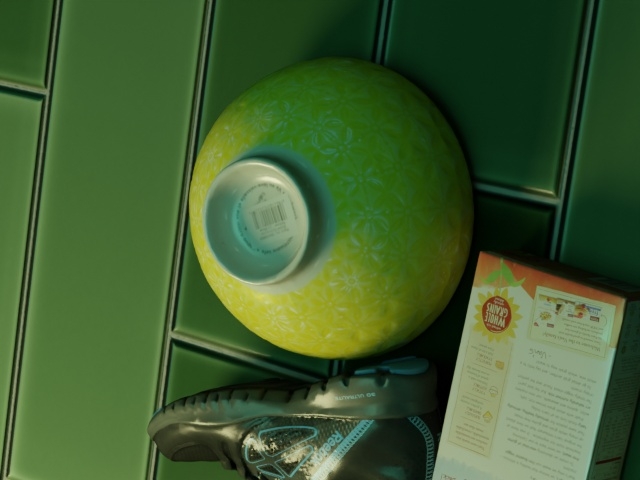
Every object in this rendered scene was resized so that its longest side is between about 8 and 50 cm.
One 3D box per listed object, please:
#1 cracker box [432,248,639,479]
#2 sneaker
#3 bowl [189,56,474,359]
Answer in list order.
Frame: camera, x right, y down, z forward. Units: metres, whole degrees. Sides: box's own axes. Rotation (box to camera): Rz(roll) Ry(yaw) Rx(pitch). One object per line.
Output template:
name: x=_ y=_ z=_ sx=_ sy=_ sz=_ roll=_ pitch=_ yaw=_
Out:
cracker box: x=0.195 y=0.138 z=1.646 sx=0.155 sy=0.067 sz=0.232 roll=19 pitch=103 yaw=37
sneaker: x=-0.031 y=0.199 z=1.793 sx=0.341 sy=0.125 sz=0.140 roll=-10 pitch=90 yaw=40
bowl: x=-0.019 y=-0.023 z=1.722 sx=0.289 sy=0.156 sz=0.289 roll=4 pitch=97 yaw=30
